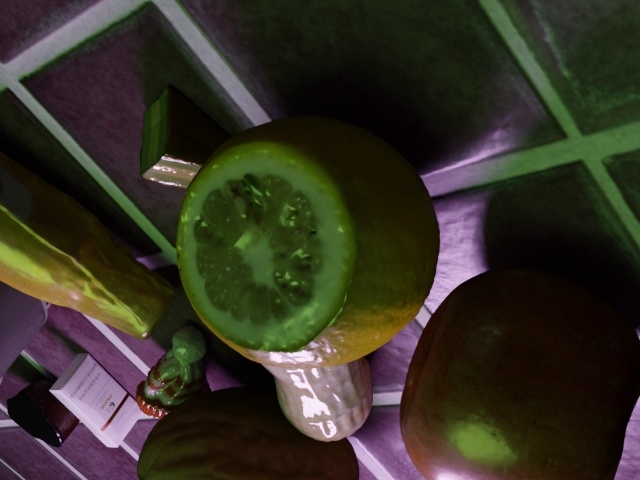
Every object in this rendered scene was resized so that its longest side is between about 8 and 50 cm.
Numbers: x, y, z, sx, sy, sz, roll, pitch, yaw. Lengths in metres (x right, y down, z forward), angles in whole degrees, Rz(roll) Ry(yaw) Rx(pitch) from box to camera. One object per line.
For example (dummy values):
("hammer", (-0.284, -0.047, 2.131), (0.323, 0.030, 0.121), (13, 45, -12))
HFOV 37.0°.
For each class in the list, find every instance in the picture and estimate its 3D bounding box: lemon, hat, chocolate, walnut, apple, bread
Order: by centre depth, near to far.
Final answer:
("lemon", (0.000, 0.000, 0.910), (0.241, 0.219, 0.240), (4, 97, 31))
("apple", (0.202, 0.151, 0.934), (0.254, 0.253, 0.253), (20, 143, 16))
("bread", (-0.121, -0.101, 1.051), (0.139, 0.084, 0.074), (13, 154, -29))
("chocolate", (-0.009, 0.134, 1.155), (0.134, 0.134, 0.309), (9, 141, 29))
("chocolate", (-0.390, -0.023, 1.254), (0.446, 0.162, 0.162), (32, 145, -6))
("walnut", (-0.095, 0.361, 1.335), (0.333, 0.332, 0.332), (20, 143, 16))
("hat", (-0.207, 0.191, 1.406), (0.112, 0.093, 0.162), (9, 140, -13))
("chocolate", (-0.516, 0.304, 1.783), (0.149, 0.080, 0.125), (14, 130, 35))

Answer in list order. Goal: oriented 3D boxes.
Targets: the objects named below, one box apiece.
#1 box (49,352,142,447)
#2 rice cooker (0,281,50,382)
("box", (-0.380, 0.274, 1.636), (0.040, 0.084, 0.154), (-9, 128, 42))
("rice cooker", (-0.583, 0.122, 1.441), (0.289, 0.277, 0.288), (21, 145, 15))
